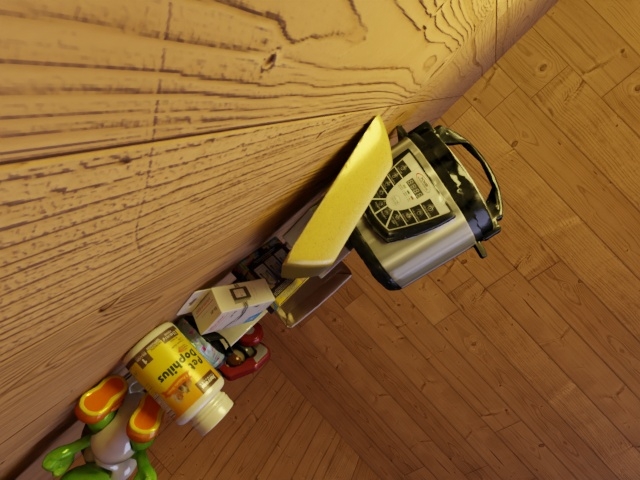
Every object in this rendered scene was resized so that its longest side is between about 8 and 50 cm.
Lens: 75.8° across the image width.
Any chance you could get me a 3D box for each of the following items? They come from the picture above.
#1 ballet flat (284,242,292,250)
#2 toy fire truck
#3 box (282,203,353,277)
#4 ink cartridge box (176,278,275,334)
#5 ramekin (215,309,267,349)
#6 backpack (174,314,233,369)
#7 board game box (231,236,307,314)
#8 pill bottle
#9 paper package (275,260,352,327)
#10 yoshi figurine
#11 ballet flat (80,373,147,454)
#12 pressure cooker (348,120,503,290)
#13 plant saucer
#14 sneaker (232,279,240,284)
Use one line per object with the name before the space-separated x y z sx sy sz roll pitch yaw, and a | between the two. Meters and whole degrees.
ballet flat | -0.139 0.064 1.438 0.247 0.083 0.087 -43 149 -30
toy fire truck | -0.353 0.418 1.572 0.253 0.302 0.170 -39 141 -33
box | 0.000 0.000 1.219 0.130 0.170 0.091 -44 177 25
ink cartridge box | -0.201 0.143 0.881 0.180 0.060 0.104 -7 150 -48
ramekin | -0.312 0.276 1.381 0.277 0.135 0.277 -44 178 -2
backpack | -0.301 0.252 0.982 0.115 0.151 0.182 -52 169 -17
board game box | -0.117 0.082 1.028 0.048 0.141 0.170 -44 177 35
pill bottle | -0.276 0.276 0.816 0.117 0.215 0.117 -43 179 -1
paper package | -0.049 0.180 1.610 0.309 0.168 0.325 -39 174 -7
yoshi figurine | -0.455 0.461 0.859 0.202 0.204 0.362 -1 133 -41
ballet flat | -0.472 0.385 1.030 0.342 0.116 0.124 -42 158 -20
pressure cooker | 0.278 -0.108 1.168 0.420 0.370 0.376 -32 -146 12
plant saucer | 0.037 -0.054 0.878 0.333 0.080 0.333 -59 180 -11
sneaker | -0.261 0.175 1.210 0.209 0.069 0.082 -43 -178 -19
